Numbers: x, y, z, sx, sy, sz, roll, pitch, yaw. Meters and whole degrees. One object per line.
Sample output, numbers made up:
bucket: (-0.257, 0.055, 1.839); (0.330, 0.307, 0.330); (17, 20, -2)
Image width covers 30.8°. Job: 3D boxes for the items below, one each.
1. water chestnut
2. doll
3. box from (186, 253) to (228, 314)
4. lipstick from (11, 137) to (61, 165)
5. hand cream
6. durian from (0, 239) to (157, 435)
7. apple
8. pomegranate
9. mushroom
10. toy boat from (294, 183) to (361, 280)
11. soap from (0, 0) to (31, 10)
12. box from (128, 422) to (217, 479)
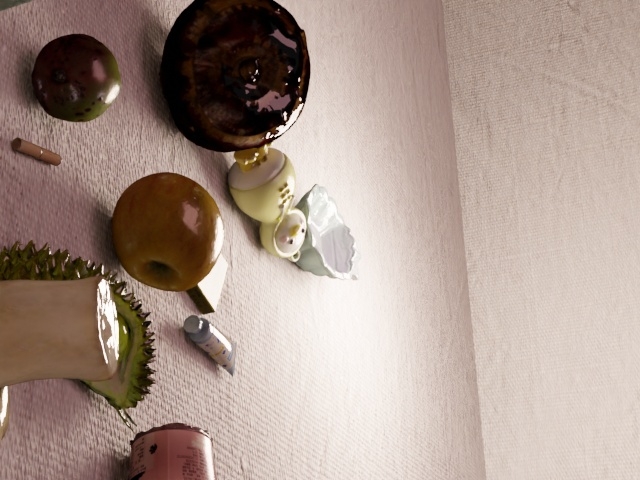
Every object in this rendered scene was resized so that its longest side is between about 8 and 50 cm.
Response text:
water chestnut: (-0.159, -0.305, 2.087); (0.300, 0.300, 0.299); (-13, 90, -69)
doll: (-0.089, -0.073, 2.262); (0.141, 0.117, 0.296); (-51, 129, -32)
box: (-0.222, 0.019, 1.995); (0.121, 0.030, 0.193); (-80, 148, -47)
lipstick: (-0.400, -0.125, 1.642); (0.094, 0.019, 0.018); (27, 53, -64)
hand cream: (-0.183, 0.174, 1.988); (0.170, 0.043, 0.065); (53, 37, -56)
durian: (-0.337, 0.111, 1.587); (0.169, 0.158, 0.352); (-58, 143, -13)
apple: (-0.235, -0.009, 1.785); (0.182, 0.183, 0.155); (53, 42, -47)
pomegranate: (-0.350, -0.244, 1.695); (0.159, 0.130, 0.129); (-82, 152, -58)
mushroom: (-0.406, 0.116, 1.177); (0.356, 0.315, 0.315); (-11, 87, -35)
toy boat: (0.000, 0.000, 2.478); (0.290, 0.100, 0.199); (41, 41, -55)
soap: (-0.425, -0.348, 1.459); (0.119, 0.198, 0.066); (54, 32, -46)
box: (-0.214, 0.345, 1.669); (0.151, 0.151, 0.135); (51, 25, -49)
